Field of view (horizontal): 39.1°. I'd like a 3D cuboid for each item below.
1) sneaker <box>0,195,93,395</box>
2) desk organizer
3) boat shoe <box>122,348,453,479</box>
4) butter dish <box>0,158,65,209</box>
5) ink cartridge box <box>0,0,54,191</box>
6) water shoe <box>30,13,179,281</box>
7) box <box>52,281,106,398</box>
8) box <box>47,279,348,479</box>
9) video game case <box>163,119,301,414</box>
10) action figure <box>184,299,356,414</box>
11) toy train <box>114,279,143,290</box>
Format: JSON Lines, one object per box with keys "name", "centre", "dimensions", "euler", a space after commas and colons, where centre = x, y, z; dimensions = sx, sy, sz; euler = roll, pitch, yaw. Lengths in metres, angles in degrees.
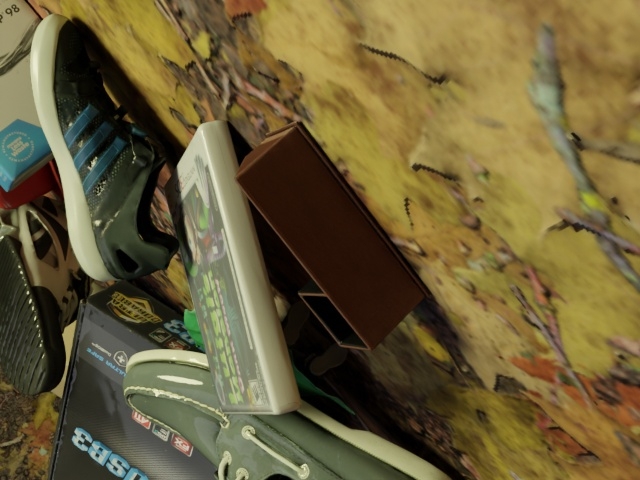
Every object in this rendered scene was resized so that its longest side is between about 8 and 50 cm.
{"name": "sneaker", "centre": [-0.315, 0.042, 1.061], "dimensions": [0.122, 0.146, 0.330], "euler": [-58, 41, 29]}
{"name": "desk organizer", "centre": [0.000, 0.000, 0.523], "dimensions": [0.130, 0.050, 0.047], "euler": [52, 160, -13]}
{"name": "boat shoe", "centre": [-0.044, 0.188, 0.758], "dimensions": [0.320, 0.099, 0.116], "euler": [22, 147, 15]}
{"name": "butter dish", "centre": [-0.378, -0.096, 1.009], "dimensions": [0.160, 0.118, 0.160], "euler": [42, 160, 12]}
{"name": "ink cartridge box", "centre": [-0.268, -0.142, 0.719], "dimensions": [0.180, 0.104, 0.060], "euler": [50, 160, -10]}
{"name": "water shoe", "centre": [-0.155, -0.071, 0.676], "dimensions": [0.073, 0.080, 0.203], "euler": [-74, -24, -72]}
{"name": "box", "centre": [-0.238, 0.172, 1.155], "dimensions": [0.311, 0.121, 0.148], "euler": [22, 144, 33]}
{"name": "box", "centre": [-0.146, 0.235, 0.957], "dimensions": [0.296, 0.073, 0.293], "euler": [29, 119, 17]}
{"name": "video game case", "centre": [-0.069, 0.030, 0.640], "dimensions": [0.173, 0.022, 0.190], "euler": [149, 107, -70]}
{"name": "action figure", "centre": [-0.064, 0.086, 0.799], "dimensions": [0.137, 0.063, 0.232], "euler": [52, 156, -18]}
{"name": "toy train", "centre": [-0.222, 0.108, 1.212], "dimensions": [0.158, 0.027, 0.036], "euler": [51, 162, -12]}
